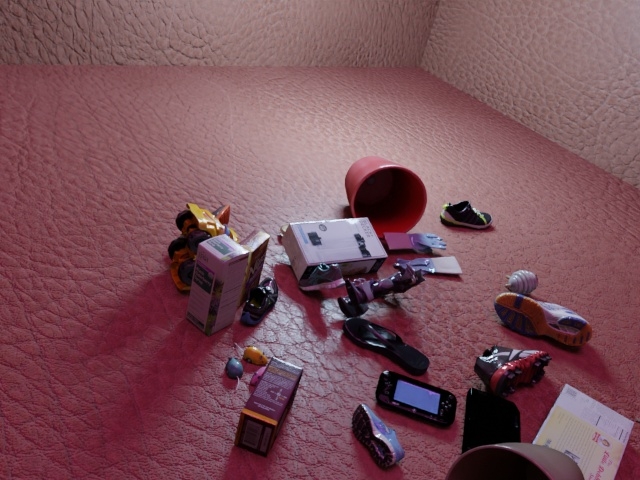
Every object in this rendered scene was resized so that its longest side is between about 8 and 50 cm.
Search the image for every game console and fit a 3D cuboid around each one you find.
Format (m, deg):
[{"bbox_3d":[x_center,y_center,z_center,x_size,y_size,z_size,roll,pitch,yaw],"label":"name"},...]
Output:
[{"bbox_3d":[0.307,0.420,1.537,0.362,0.043,0.213,18,31,6],"label":"game console"}]

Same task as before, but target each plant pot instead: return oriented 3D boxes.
[{"bbox_3d":[0.426,0.514,1.277,0.274,0.256,0.256,2,30,-49],"label":"plant pot"},{"bbox_3d":[0.209,-0.176,2.261,0.275,0.274,0.243,5,23,-16],"label":"plant pot"}]

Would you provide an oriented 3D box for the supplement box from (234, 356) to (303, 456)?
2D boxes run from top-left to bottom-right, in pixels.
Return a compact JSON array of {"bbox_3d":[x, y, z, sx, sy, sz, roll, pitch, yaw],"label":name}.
[{"bbox_3d":[-0.111,0.361,1.391,0.081,0.104,0.188,20,32,7],"label":"supplement box"}]

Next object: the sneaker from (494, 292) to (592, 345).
[{"bbox_3d":[0.677,0.238,1.956,0.297,0.111,0.131,23,15,9],"label":"sneaker"}]

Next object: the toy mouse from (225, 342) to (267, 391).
[{"bbox_3d":[-0.170,0.307,1.520,0.161,0.031,0.143,23,32,13],"label":"toy mouse"}]

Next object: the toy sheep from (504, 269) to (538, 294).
[{"bbox_3d":[0.666,0.140,2.104,0.132,0.091,0.091,-15,41,-19],"label":"toy sheep"}]

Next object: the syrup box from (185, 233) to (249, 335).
[{"bbox_3d":[-0.261,0.112,1.595,0.093,0.236,0.096,33,35,26],"label":"syrup box"}]

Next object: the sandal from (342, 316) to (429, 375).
[{"bbox_3d":[0.181,0.269,1.710,0.255,0.054,0.097,26,33,17],"label":"sandal"}]

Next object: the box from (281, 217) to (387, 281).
[{"bbox_3d":[0.044,0.024,1.972,0.290,0.087,0.169,-4,53,-29],"label":"box"}]

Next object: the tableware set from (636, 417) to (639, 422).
[{"bbox_3d":[0.947,0.513,1.667,0.194,0.039,0.128,9,32,-11],"label":"tableware set"}]

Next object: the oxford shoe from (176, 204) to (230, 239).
[{"bbox_3d":[-0.356,-0.043,1.942,0.099,0.096,0.271,15,31,11],"label":"oxford shoe"}]

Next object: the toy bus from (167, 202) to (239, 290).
[{"bbox_3d":[-0.296,0.022,1.754,0.212,0.220,0.149,4,28,-29],"label":"toy bus"}]

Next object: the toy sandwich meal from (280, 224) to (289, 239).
[{"bbox_3d":[-0.097,-0.021,2.082,0.086,0.029,0.085,13,29,-7],"label":"toy sandwich meal"}]

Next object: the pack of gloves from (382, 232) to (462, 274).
[{"bbox_3d":[0.339,0.055,2.153,0.232,0.046,0.195,0,45,-18],"label":"pack of gloves"}]

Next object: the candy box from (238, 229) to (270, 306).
[{"bbox_3d":[-0.199,0.075,1.728,0.053,0.186,0.109,23,32,13],"label":"candy box"}]

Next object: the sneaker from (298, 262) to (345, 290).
[{"bbox_3d":[0.002,0.103,1.824,0.167,0.076,0.065,-10,1,40],"label":"sneaker"}]

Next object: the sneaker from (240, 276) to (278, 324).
[{"bbox_3d":[-0.158,0.154,1.725,0.067,0.078,0.188,20,31,8],"label":"sneaker"}]

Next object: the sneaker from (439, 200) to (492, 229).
[{"bbox_3d":[0.570,-0.103,2.433,0.235,0.097,0.084,1,34,-23],"label":"sneaker"}]

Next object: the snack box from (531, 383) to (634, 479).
[{"bbox_3d":[0.630,0.494,1.541,0.187,0.060,0.322,30,34,24],"label":"snack box"}]

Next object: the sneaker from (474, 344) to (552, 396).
[{"bbox_3d":[0.515,0.333,1.712,0.276,0.097,0.135,-6,27,-42],"label":"sneaker"}]

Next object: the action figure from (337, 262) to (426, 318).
[{"bbox_3d":[0.186,0.131,1.837,0.285,0.185,0.099,-18,70,-36],"label":"action figure"}]

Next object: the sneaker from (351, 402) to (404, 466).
[{"bbox_3d":[0.130,0.438,1.432,0.073,0.063,0.162,11,31,-42],"label":"sneaker"}]
